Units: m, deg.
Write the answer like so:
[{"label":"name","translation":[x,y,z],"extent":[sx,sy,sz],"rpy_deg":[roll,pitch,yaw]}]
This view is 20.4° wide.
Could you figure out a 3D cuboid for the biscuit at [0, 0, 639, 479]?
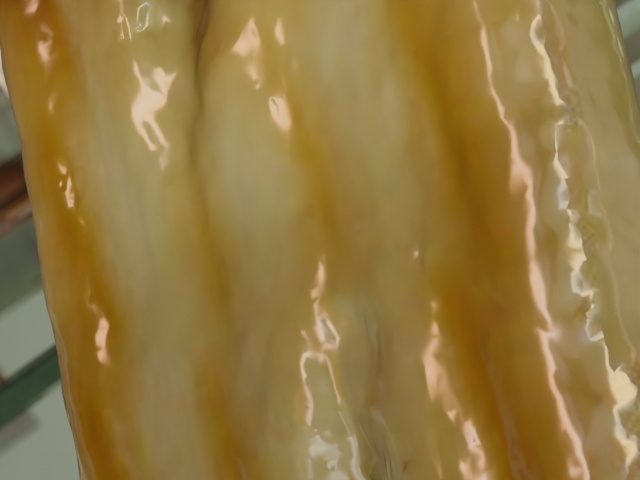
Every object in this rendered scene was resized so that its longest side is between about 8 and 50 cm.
[{"label":"biscuit","translation":[0.000,0.000,0.528],"extent":[0.062,0.290,0.237],"rpy_deg":[0,163,-45]}]
